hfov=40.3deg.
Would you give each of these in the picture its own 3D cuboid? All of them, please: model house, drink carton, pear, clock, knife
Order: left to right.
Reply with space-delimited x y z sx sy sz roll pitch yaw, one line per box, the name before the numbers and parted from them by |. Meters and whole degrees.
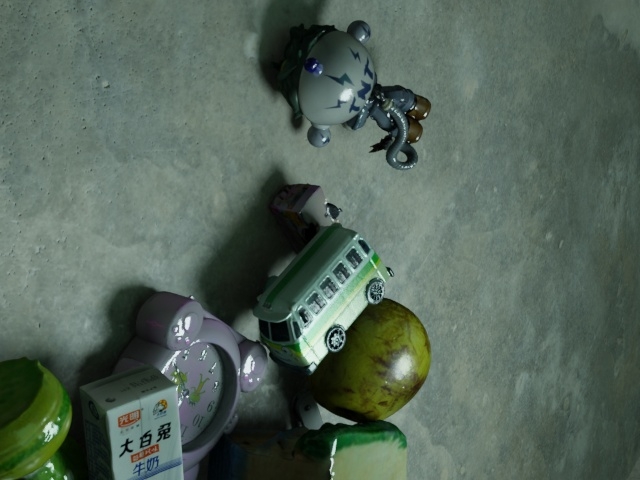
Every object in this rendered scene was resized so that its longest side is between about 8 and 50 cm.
drink carton | -0.298 0.368 1.410 0.131 0.107 0.314 -17 117 -38
clock | -0.260 0.280 1.578 0.295 0.113 0.322 43 68 -47
model house | -0.051 0.506 1.744 0.382 0.343 0.334 8 85 -60
knife | -0.018 0.453 1.974 0.073 0.041 0.265 -28 121 -31
pear | 0.102 0.259 1.883 0.284 0.284 0.283 -16 112 -48

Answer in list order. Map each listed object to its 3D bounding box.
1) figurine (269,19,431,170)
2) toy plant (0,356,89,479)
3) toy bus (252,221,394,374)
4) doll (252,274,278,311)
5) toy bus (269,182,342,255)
figurine | 0.063 -0.309 1.768 0.382 0.186 0.261 17 81 -47
toy plant | -0.433 0.350 1.329 0.224 0.185 0.315 -95 171 -54
toy bus | -0.005 0.106 1.683 0.276 0.134 0.164 -48 124 -24
doll | -0.080 0.145 1.804 0.159 0.059 0.158 -23 119 -44
toy bus | 0.000 0.001 1.820 0.090 0.112 0.274 -54 135 -28
